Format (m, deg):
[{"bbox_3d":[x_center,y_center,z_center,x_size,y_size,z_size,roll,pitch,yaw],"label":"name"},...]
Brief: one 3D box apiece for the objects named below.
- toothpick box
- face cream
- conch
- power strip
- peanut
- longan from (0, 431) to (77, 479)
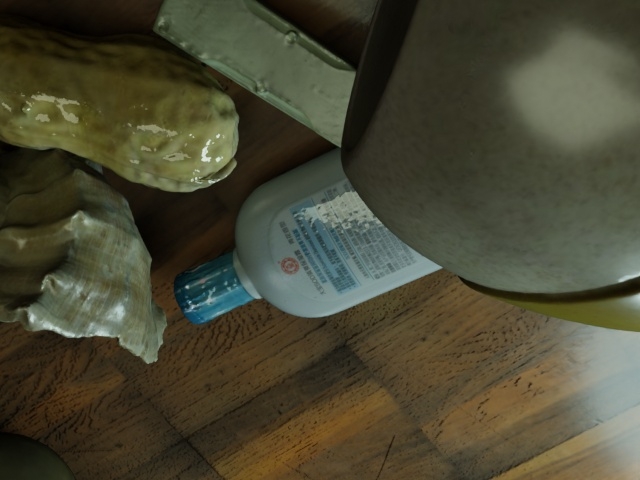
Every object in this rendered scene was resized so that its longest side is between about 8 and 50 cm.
[{"bbox_3d":[0.259,-0.126,0.856,0.425,0.409,0.409,17,119,-7],"label":"toothpick box"},{"bbox_3d":[0.000,0.000,1.142,0.337,0.080,0.163,-25,106,19],"label":"face cream"},{"bbox_3d":[-0.268,0.012,1.113,0.324,0.263,0.186,19,109,-37],"label":"conch"},{"bbox_3d":[-0.032,-0.168,1.045,0.286,0.048,0.080,33,108,5],"label":"power strip"},{"bbox_3d":[-0.227,-0.141,1.067,0.313,0.149,0.149,13,118,4],"label":"peanut"},{"bbox_3d":[-0.382,0.341,1.300,0.246,0.215,0.246,1,140,1],"label":"longan"}]
